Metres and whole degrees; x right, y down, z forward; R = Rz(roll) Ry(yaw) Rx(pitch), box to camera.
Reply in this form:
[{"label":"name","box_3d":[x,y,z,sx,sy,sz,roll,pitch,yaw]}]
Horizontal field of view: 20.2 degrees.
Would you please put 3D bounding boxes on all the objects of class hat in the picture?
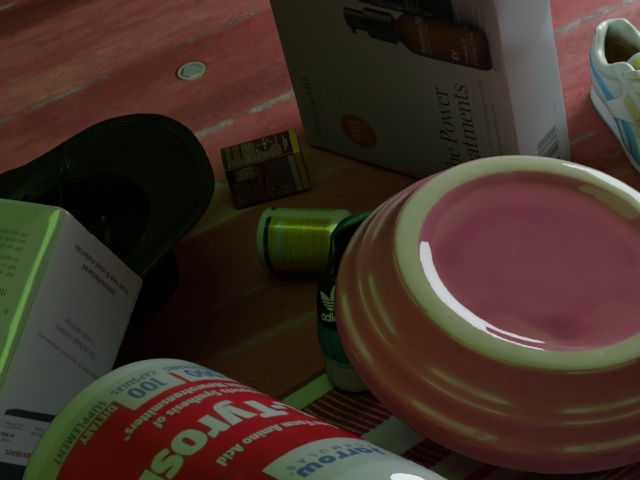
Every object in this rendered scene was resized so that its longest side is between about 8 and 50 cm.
[{"label":"hat","box_3d":[-0.234,0.031,1.777,0.331,0.134,0.331,-19,39,16]}]

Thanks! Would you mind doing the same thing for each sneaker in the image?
[{"label":"sneaker","box_3d":[0.336,-0.136,1.810,0.087,0.092,0.228,-24,44,-11]},{"label":"sneaker","box_3d":[0.079,0.011,1.665,0.108,0.121,0.302,1,30,24]}]

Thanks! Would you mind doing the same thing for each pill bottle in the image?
[{"label":"pill bottle","box_3d":[0.000,0.000,1.785,0.116,0.065,0.065,2,45,19]},{"label":"pill bottle","box_3d":[-0.023,0.243,1.290,0.229,0.229,0.408,-41,36,-25]}]

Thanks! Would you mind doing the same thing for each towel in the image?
[{"label":"towel","box_3d":[0.120,0.162,1.530,0.237,0.037,0.329,-29,31,-31]}]

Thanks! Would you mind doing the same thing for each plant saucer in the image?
[{"label":"plant saucer","box_3d":[0.179,0.040,1.489,0.332,0.084,0.332,4,44,-4]}]

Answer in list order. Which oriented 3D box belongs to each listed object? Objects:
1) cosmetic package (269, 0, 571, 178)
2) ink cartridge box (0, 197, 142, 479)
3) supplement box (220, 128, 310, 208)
[{"label":"cosmetic package","box_3d":[0.084,-0.227,1.770,0.284,0.377,0.097,20,52,34]},{"label":"ink cartridge box","box_3d":[-0.365,0.162,1.554,0.285,0.166,0.395,9,70,26]},{"label":"supplement box","box_3d":[-0.058,-0.075,1.893,0.083,0.055,0.043,-15,40,0]}]
